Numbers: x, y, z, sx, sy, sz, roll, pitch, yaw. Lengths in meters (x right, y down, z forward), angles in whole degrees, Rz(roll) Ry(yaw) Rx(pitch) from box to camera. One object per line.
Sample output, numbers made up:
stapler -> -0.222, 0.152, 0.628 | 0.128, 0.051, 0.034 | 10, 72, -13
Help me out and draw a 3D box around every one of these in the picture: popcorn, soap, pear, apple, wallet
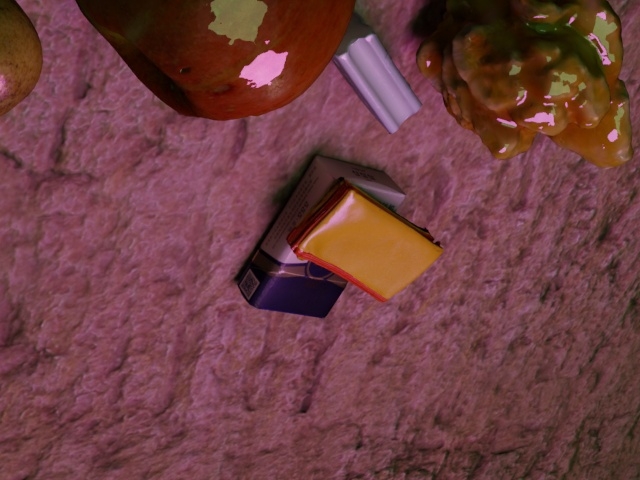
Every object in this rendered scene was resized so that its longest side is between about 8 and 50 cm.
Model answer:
popcorn -> 0.296, -0.240, 2.080 | 0.290, 0.326, 0.321 | -14, 91, -21
soap -> 0.062, -0.247, 2.002 | 0.066, 0.119, 0.198 | -37, 140, 3
pear -> -0.416, -0.218, 1.633 | 0.197, 0.197, 0.197 | -20, 137, -20
apple -> -0.116, -0.313, 1.648 | 0.340, 0.339, 0.339 | -20, 137, -20
wallet -> 0.064, 0.001, 2.177 | 0.141, 0.067, 0.241 | -45, 136, 14

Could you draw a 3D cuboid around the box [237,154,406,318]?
box -> 0.000, 0.000, 2.225 | 0.168, 0.071, 0.259 | 10, 119, -42
